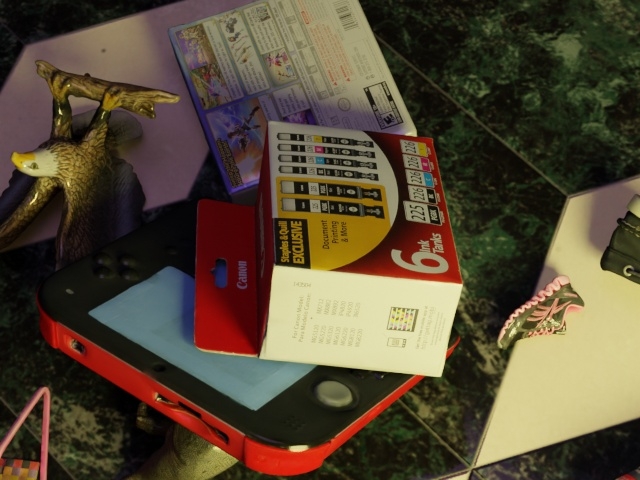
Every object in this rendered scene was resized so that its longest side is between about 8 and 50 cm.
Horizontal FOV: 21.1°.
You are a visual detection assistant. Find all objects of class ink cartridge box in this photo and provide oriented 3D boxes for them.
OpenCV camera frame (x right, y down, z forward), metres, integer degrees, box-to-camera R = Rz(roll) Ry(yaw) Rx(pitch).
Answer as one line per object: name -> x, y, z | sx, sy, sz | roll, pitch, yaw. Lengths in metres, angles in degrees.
ink cartridge box -> 0.000, 0.000, 1.920 | 0.271, 0.130, 0.309 | 5, 33, -8

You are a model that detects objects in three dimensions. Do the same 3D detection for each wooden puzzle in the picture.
wooden puzzle -> -0.353, 0.276, 1.979 | 0.083, 0.006, 0.049 | 5, 62, 8

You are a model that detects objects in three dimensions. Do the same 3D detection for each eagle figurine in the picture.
eagle figurine -> -0.316, -0.059, 2.083 | 0.226, 0.225, 0.298 | 18, 95, 58

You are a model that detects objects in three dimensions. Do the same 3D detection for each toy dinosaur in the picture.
toy dinosaur -> -0.119, 0.197, 1.937 | 0.313, 0.121, 0.160 | -33, 50, -17

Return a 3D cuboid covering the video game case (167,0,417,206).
video game case -> -0.037, -0.188, 2.169 | 0.244, 0.061, 0.270 | -18, 61, -6

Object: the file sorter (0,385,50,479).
file sorter -> -0.452, 0.242, 1.850 | 0.290, 0.182, 0.202 | 9, 22, 7

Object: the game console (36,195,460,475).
game console -> -0.084, 0.091, 1.912 | 0.386, 0.060, 0.342 | 29, 40, 24

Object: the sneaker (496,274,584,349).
sneaker -> 0.258, 0.093, 2.001 | 0.119, 0.047, 0.057 | -38, 76, -13

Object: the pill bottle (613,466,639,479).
pill bottle -> 0.356, 0.295, 1.841 | 0.180, 0.108, 0.108 | -26, 62, -9

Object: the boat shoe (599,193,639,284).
boat shoe -> 0.458, 0.090, 1.945 | 0.340, 0.127, 0.113 | 40, 101, 15
